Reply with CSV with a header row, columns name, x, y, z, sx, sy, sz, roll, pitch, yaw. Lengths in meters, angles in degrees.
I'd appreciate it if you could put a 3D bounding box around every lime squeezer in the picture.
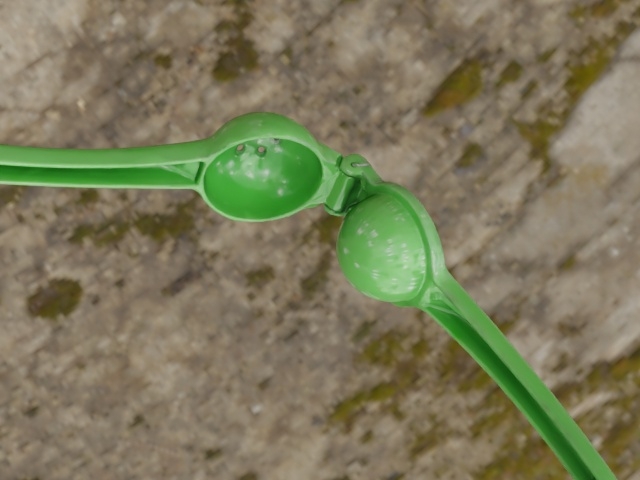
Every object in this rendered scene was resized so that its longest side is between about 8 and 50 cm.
name,x,y,z,sx,sy,sz,roll,pitch,yaw
lime squeezer,0.000,0.000,0.608,0.059,0.310,0.110,-64,178,29
